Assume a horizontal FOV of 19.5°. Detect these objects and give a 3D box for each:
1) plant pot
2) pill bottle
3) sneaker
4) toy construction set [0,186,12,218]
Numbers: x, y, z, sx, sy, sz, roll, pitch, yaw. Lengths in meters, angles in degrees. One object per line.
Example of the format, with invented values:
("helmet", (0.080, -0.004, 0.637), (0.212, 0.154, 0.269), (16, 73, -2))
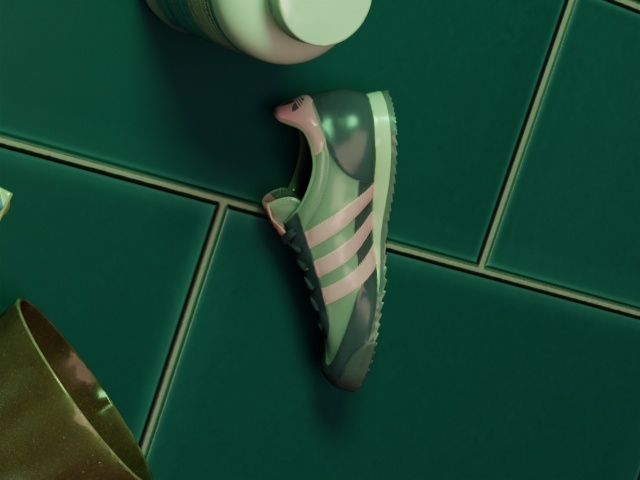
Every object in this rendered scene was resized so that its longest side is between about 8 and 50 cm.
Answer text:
("plant pot", (-0.312, 0.206, 1.736), (0.230, 0.215, 0.215), (-35, 119, -1))
("pill bottle", (-0.056, -0.242, 1.700), (0.146, 0.264, 0.146), (-8, 108, -28))
("sneaker", (0.000, 0.000, 1.909), (0.131, 0.112, 0.319), (1, 101, -12))
("toy construction set", (-0.388, 0.101, 1.641), (0.215, 0.151, 0.327), (1, 77, 4))
